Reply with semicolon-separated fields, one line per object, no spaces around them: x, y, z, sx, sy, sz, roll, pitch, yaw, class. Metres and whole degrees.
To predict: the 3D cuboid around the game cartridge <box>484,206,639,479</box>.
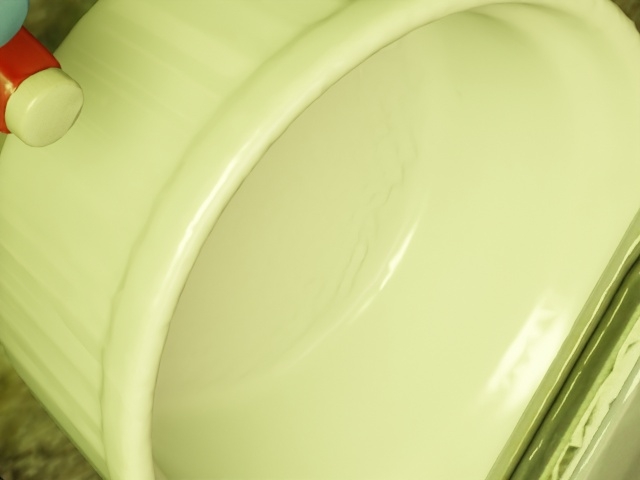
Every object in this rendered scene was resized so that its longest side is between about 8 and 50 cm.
0.166;0.116;0.767;0.230;0.068;0.355;19;102;-45;game cartridge

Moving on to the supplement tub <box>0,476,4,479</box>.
-0.125;0.156;0.603;0.106;0.198;0.106;-24;131;-32;supplement tub

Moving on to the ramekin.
0.000;0.000;0.669;0.277;0.135;0.277;-26;133;-31;ramekin

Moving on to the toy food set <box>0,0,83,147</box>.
-0.142;-0.036;0.489;0.111;0.104;0.232;-28;147;-42;toy food set
